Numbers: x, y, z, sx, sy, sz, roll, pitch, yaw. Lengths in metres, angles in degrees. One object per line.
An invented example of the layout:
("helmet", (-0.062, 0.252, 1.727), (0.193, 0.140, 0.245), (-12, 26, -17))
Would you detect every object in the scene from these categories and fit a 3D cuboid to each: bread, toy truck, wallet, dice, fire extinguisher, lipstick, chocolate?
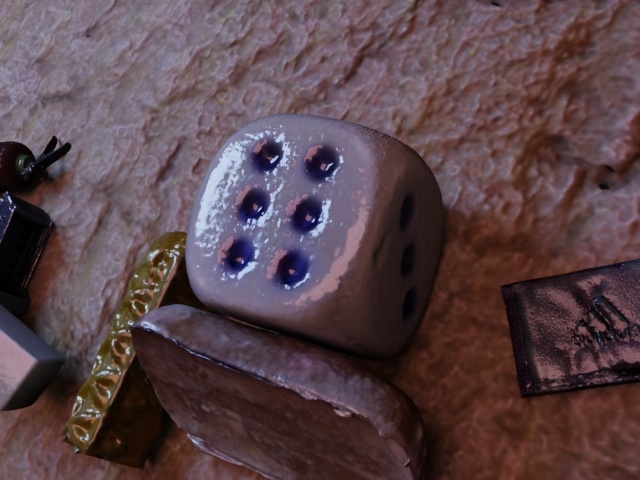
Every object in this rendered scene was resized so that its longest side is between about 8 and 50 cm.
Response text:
("bread", (-0.189, 0.115, 0.799), (0.098, 0.087, 0.270), (19, 82, 30))
("toy truck", (-0.427, 0.035, 0.940), (0.092, 0.083, 0.192), (16, 79, 23))
("wallet", (0.252, 0.076, 0.643), (0.165, 0.030, 0.111), (-12, 63, 19))
("dice", (0.000, 0.000, 0.693), (0.194, 0.192, 0.193), (13, 78, 29))
("fire extinguisher", (-0.459, -0.113, 1.019), (0.231, 0.071, 0.099), (-1, 45, 24))
("lipstick", (-0.473, 0.058, 0.849), (0.371, 0.080, 0.076), (36, 86, 9))
("chocolate", (-0.034, 0.153, 0.681), (0.303, 0.185, 0.100), (14, 48, 25))
